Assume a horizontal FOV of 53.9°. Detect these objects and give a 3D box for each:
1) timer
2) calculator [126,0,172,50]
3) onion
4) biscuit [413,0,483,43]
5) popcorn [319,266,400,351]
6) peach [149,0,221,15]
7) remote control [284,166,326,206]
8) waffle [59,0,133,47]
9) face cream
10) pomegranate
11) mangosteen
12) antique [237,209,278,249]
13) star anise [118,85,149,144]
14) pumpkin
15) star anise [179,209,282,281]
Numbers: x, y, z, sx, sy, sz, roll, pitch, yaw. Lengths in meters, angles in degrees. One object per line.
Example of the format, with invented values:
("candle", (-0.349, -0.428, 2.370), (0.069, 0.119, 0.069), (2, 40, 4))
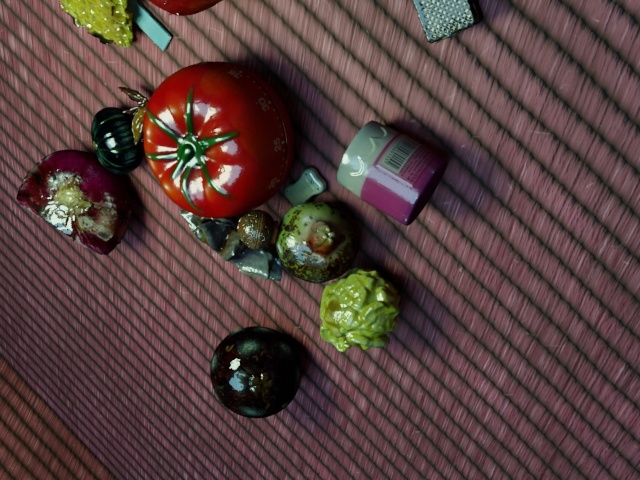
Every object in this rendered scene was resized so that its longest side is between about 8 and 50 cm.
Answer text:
("timer", (-0.247, -0.246, 1.548), (0.378, 0.279, 0.378), (14, 118, 27))
("calculator", (-0.463, -0.580, 1.668), (0.172, 0.018, 0.057), (46, 131, 3))
("onion", (-0.722, -0.131, 1.927), (0.337, 0.260, 0.282), (33, 167, 1))
("biscuit", (0.200, -0.585, 1.217), (0.107, 0.073, 0.388), (-14, 107, 35))
("popcorn", (0.100, 0.184, 1.598), (0.181, 0.216, 0.235), (40, 170, -36))
("peach", (-0.302, -0.666, 1.315), (0.370, 0.370, 0.370), (15, 122, 25))
("remote control", (-0.040, -0.136, 1.636), (0.122, 0.032, 0.074), (-36, 93, 39))
("waffle", (-0.617, -0.647, 1.651), (0.312, 0.060, 0.307), (20, 146, 36))
("face cream", (0.159, -0.153, 1.410), (0.195, 0.175, 0.175), (34, 128, 13))
("pomegranate", (0.000, 0.000, 1.558), (0.214, 0.214, 0.248), (53, 164, -3))
("mangosteen", (-0.195, 0.389, 1.884), (0.288, 0.288, 0.288), (15, 122, 25))
("antique", (-0.157, -0.027, 1.557), (0.104, 0.104, 0.104), (15, 122, 25))
("star anise", (-0.469, -0.337, 1.736), (0.212, 0.053, 0.157), (11, 89, -1))
("pumpkin", (-0.591, -0.289, 1.823), (0.194, 0.150, 0.194), (11, 111, 33))
("star anise", (-0.230, 0.003, 1.709), (0.332, 0.332, 0.117), (38, 92, 9))
